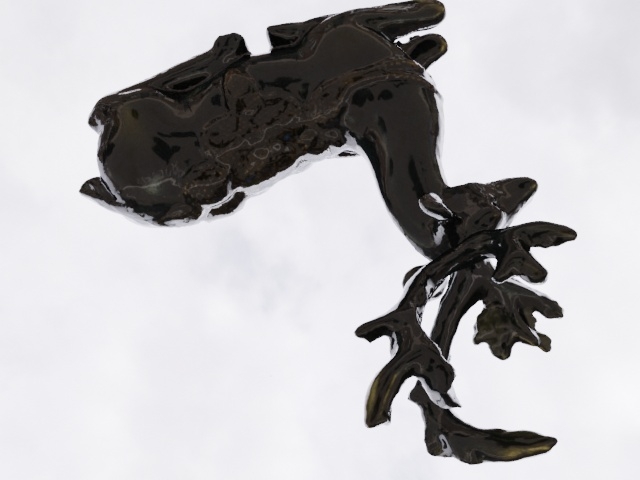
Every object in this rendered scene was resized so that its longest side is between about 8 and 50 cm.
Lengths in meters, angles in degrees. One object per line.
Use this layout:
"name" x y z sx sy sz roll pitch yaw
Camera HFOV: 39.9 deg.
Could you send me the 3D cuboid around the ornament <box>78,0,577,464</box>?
"ornament" 0.000 0.000 0.381 0.202 0.080 0.236 -21 -127 -1
